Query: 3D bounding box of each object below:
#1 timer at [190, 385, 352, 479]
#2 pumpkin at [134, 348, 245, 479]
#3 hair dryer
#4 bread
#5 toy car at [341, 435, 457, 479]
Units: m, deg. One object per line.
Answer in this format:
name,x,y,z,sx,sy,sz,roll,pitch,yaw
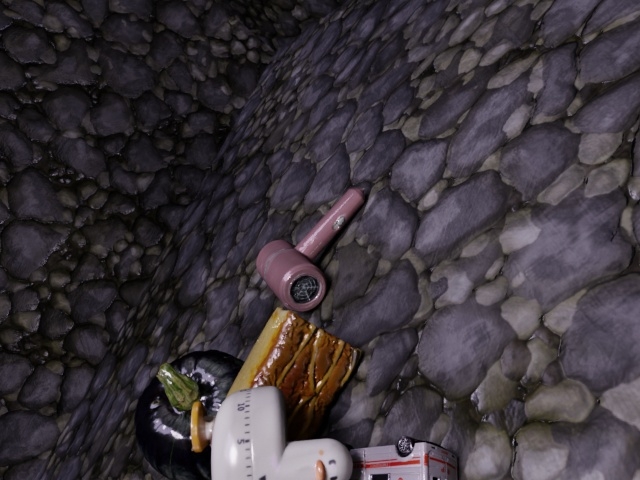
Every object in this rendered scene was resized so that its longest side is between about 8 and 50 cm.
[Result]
timer,-0.076,0.349,0.837,0.233,0.240,0.233,175,90,-86
pumpkin,-0.262,0.368,1.143,0.296,0.296,0.295,-39,32,30
hair dryer,0.000,0.000,1.326,0.352,0.125,0.210,-49,28,-1
bread,-0.065,0.291,1.029,0.274,0.185,0.114,-60,18,-7
toy car,0.101,0.361,0.787,0.210,0.089,0.108,-25,46,40
